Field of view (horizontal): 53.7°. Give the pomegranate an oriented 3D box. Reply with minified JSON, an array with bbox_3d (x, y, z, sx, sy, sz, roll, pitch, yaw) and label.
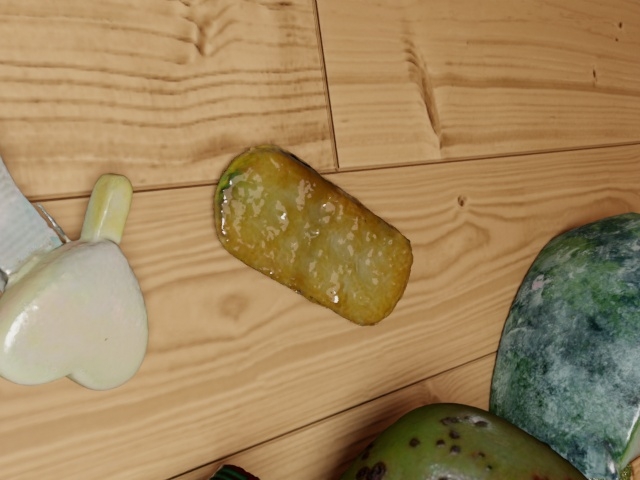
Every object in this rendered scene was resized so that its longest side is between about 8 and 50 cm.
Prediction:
[{"bbox_3d":[0.125,0.286,0.591,0.323,0.291,0.290,-38,117,-77],"label":"pomegranate"}]

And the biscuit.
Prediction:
[{"bbox_3d":[0.000,0.000,0.630,0.247,0.029,0.118,33,75,-31],"label":"biscuit"}]

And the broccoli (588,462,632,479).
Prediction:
[{"bbox_3d":[0.331,0.305,0.814,0.120,0.130,0.131,82,19,-48],"label":"broccoli"}]

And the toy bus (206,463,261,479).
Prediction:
[{"bbox_3d":[-0.085,0.367,0.452,0.200,0.184,0.343,-15,96,-31],"label":"toy bus"}]

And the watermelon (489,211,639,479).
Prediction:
[{"bbox_3d":[0.383,0.145,0.809,0.258,0.229,0.387,45,68,-35],"label":"watermelon"}]

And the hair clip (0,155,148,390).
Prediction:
[{"bbox_3d":[-0.196,0.015,0.463,0.159,0.071,0.218,-46,118,-32],"label":"hair clip"}]
